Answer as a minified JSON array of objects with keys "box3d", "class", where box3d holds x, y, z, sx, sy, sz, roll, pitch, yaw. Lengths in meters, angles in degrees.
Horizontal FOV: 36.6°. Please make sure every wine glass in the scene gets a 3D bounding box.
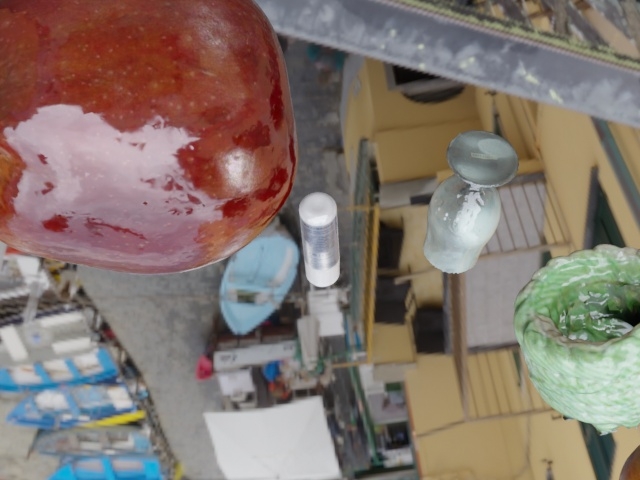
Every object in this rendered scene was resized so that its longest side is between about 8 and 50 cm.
[{"box3d":[0.185,-0.042,1.231,0.093,0.092,0.202,1,146,-6],"class":"wine glass"}]

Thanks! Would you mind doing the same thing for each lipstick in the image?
[{"box3d":[0.000,0.000,1.024,0.040,0.040,0.141,-5,150,-1],"class":"lipstick"}]

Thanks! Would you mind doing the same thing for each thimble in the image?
[{"box3d":[0.349,0.113,1.166,0.219,0.219,0.150,-18,124,12],"class":"thimble"}]

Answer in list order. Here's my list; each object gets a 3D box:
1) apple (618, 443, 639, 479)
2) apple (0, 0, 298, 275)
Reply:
[{"box3d":[0.489,0.336,1.279,0.196,0.196,0.196,-3,134,-3],"class":"apple"},{"box3d":[-0.172,-0.111,0.883,0.317,0.288,0.288,-3,138,-34],"class":"apple"}]
